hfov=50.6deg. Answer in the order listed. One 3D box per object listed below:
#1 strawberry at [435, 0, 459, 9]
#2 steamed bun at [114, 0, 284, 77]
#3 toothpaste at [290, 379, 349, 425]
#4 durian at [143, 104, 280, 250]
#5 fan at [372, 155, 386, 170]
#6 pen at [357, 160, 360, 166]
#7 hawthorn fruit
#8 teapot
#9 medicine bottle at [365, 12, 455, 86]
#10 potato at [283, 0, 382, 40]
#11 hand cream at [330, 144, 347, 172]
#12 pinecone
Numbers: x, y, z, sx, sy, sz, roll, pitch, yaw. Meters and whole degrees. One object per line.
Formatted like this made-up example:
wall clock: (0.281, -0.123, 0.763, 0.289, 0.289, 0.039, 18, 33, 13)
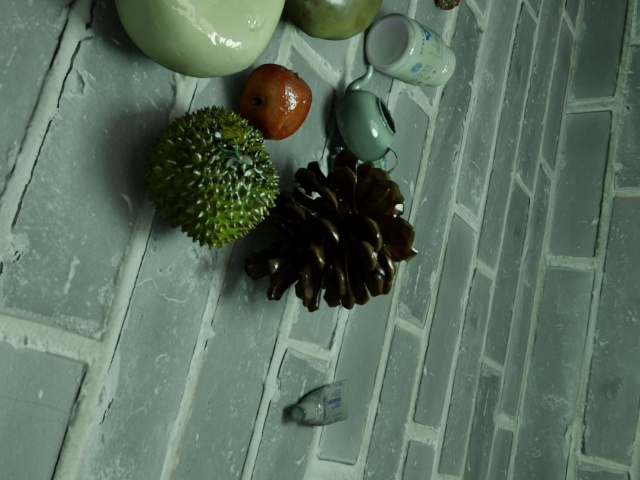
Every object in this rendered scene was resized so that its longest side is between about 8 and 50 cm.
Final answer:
strawberry: (0.422, -0.808, 2.248, 0.083, 0.083, 0.096, 50, 25, -42)
steamed bun: (-0.244, -0.459, 1.244, 0.334, 0.233, 0.312, 40, 63, -37)
toothpaste: (0.009, 0.438, 1.783, 0.282, 0.068, 0.099, 9, 112, -60)
durian: (-0.207, -0.129, 1.303, 0.291, 0.225, 0.291, 7, 73, -26)
fan: (0.163, -0.223, 1.988, 0.131, 0.009, 0.240, -26, 113, -47)
pen: (0.109, -0.254, 1.900, 0.025, 0.025, 0.204, 36, 64, -48)
hawthorn fruit: (-0.128, -0.251, 1.496, 0.165, 0.165, 0.285, 35, 77, -49)
teapot: (0.127, -0.307, 1.797, 0.193, 0.129, 0.294, 2, 68, -67)
medicine bottle: (0.272, -0.545, 1.980, 0.293, 0.170, 0.170, 1, 91, -55)
potato: (0.023, -0.598, 1.600, 0.326, 0.221, 0.243, -46, 138, -54)
hand cream: (0.063, -0.128, 1.822, 0.088, 0.055, 0.256, -35, 122, -59)
pinecone: (0.000, 0.000, 1.510, 0.384, 0.384, 0.384, -4, 96, -53)
